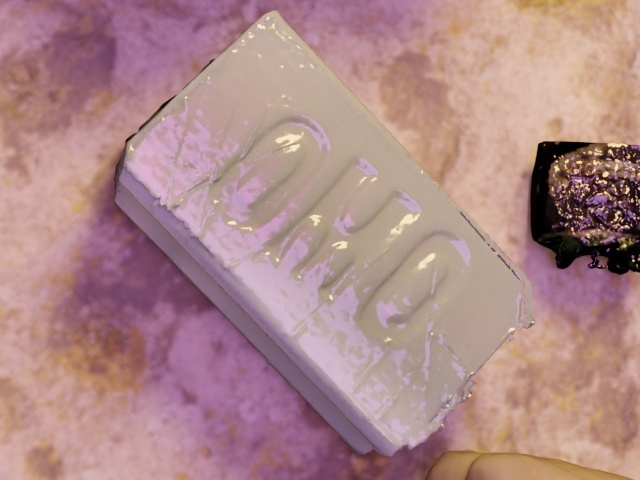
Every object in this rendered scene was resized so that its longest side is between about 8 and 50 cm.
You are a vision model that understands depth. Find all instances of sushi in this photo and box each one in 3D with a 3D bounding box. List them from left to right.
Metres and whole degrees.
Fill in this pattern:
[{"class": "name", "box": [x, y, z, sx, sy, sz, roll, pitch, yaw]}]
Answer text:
[{"class": "sushi", "box": [0.184, -0.022, 1.128, 0.083, 0.056, 0.084, 6, 84, -11]}]

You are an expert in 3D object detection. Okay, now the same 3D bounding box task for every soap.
[{"class": "soap", "box": [0.000, 0.000, 1.071, 0.150, 0.094, 0.261, -45, 95, -11]}]

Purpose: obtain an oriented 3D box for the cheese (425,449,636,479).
[{"class": "cheese", "box": [0.192, 0.260, 1.056, 0.251, 0.173, 0.248, 6, 84, -16]}]
